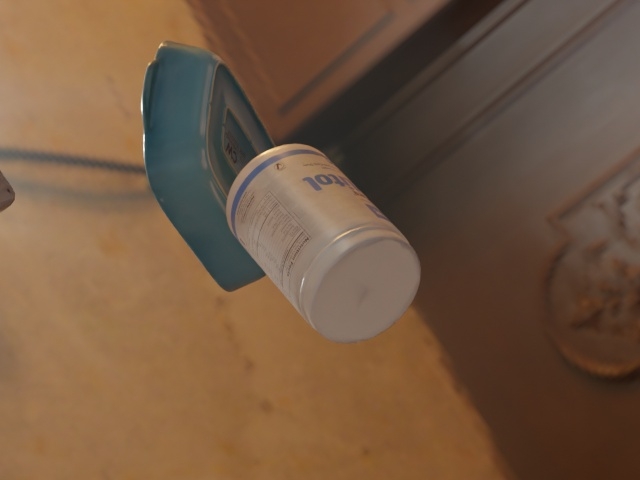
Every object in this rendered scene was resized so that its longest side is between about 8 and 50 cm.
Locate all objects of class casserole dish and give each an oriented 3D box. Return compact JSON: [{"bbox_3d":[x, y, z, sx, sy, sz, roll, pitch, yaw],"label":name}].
[{"bbox_3d":[-0.061,-0.045,1.106,0.188,0.037,0.114,58,-150,-54],"label":"casserole dish"}]

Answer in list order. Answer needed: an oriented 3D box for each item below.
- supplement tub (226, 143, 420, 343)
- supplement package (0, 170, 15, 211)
[{"bbox_3d":[0.000,0.000,0.975,0.071,0.071,0.107,25,-165,-43],"label":"supplement tub"},{"bbox_3d":[-0.278,0.009,0.529,0.177,0.293,0.175,56,-157,-2],"label":"supplement package"}]
